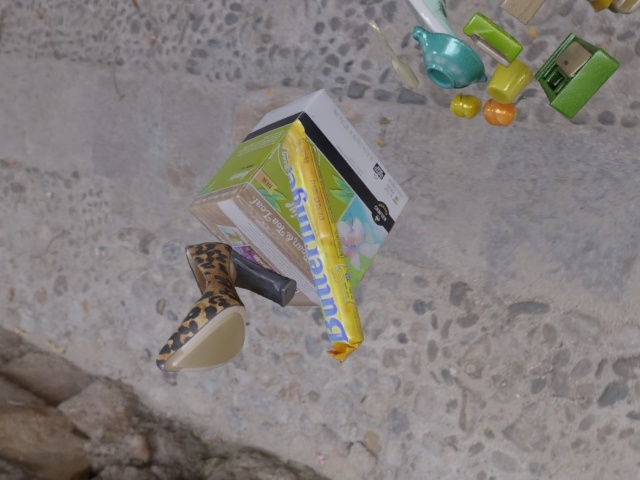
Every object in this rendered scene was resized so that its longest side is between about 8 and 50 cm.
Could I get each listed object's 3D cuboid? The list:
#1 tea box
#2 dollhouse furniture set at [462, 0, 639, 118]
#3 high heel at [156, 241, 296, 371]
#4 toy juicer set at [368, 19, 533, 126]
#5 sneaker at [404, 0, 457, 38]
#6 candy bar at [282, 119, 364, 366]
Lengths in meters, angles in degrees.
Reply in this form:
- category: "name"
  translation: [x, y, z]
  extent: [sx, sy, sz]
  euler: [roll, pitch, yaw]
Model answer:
- category: "tea box"
  translation: [-0.037, -0.079, 1.269]
  extent: [0.329, 0.324, 0.220]
  euler: [47, 151, -25]
- category: "dollhouse furniture set"
  translation: [0.372, -0.366, 0.838]
  extent: [0.197, 0.151, 0.302]
  euler: [32, 118, -8]
- category: "high heel"
  translation: [-0.174, 0.081, 0.796]
  extent: [0.186, 0.261, 0.093]
  euler: [22, 118, 22]
- category: "toy juicer set"
  translation: [0.265, -0.338, 1.184]
  extent: [0.329, 0.209, 0.089]
  euler: [32, 84, 24]
- category: "sneaker"
  translation: [0.250, -0.514, 1.206]
  extent: [0.151, 0.094, 0.256]
  euler: [-29, 74, 10]
- category: "candy bar"
  translation: [0.000, 0.000, 0.386]
  extent: [0.040, 0.018, 0.162]
  euler: [133, 127, -63]
